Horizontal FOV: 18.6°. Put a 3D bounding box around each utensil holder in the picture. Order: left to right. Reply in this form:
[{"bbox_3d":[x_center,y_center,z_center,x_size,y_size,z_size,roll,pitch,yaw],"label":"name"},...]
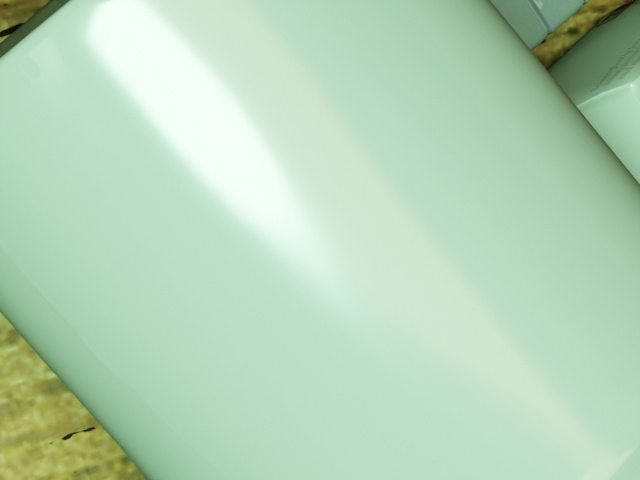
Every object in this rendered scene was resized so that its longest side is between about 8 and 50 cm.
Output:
[{"bbox_3d":[0.000,0.000,1.072,0.327,0.327,0.385,-44,102,-23],"label":"utensil holder"}]

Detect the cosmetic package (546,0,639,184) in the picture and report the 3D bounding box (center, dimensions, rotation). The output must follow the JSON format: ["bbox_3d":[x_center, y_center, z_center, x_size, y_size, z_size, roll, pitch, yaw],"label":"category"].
[{"bbox_3d":[0.290,0.027,1.280,0.385,0.156,0.217,56,48,-13],"label":"cosmetic package"}]

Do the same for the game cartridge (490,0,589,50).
[{"bbox_3d":[0.013,-0.248,1.247,0.230,0.068,0.355,-39,103,-20],"label":"game cartridge"}]
